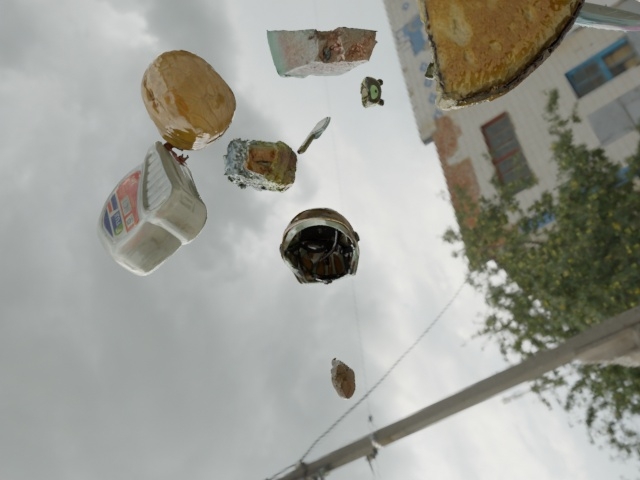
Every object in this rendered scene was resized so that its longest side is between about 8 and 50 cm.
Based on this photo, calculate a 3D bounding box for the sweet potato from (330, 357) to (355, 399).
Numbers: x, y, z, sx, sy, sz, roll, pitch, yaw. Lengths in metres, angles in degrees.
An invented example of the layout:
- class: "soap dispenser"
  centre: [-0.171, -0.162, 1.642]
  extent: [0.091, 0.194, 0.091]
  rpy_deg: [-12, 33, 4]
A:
- class: "sweet potato"
  centre: [0.051, 0.323, 1.615]
  extent: [0.068, 0.060, 0.206]
  rpy_deg: [62, 179, -12]

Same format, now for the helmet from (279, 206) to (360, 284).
- class: "helmet"
  centre: [0.000, 0.000, 1.675]
  extent: [0.130, 0.198, 0.224]
  rpy_deg: [-92, -13, -55]

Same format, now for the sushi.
- class: "sushi"
  centre: [-0.164, -0.213, 1.935]
  extent: [0.274, 0.184, 0.139]
  rpy_deg: [31, -112, -75]

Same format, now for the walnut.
- class: "walnut"
  centre: [-0.290, -0.308, 1.473]
  extent: [0.221, 0.195, 0.195]
  rpy_deg: [56, -154, 10]

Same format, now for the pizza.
- class: "pizza"
  centre: [0.346, -0.451, 1.434]
  extent: [0.435, 0.080, 0.392]
  rpy_deg: [16, -94, -13]

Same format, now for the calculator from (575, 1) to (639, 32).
- class: "calculator"
  centre: [0.727, -0.602, 1.805]
  extent: [0.299, 0.041, 0.185]
  rpy_deg: [27, -144, 35]

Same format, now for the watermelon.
- class: "watermelon"
  centre: [-0.005, -0.583, 2.115]
  extent: [0.264, 0.302, 0.151]
  rpy_deg: [-9, -74, -40]

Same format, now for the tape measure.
- class: "tape measure"
  centre: [-0.368, -0.066, 1.493]
  extent: [0.130, 0.265, 0.258]
  rpy_deg: [40, -168, -42]

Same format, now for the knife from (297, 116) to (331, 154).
- class: "knife"
  centre: [-0.010, -0.324, 2.059]
  extent: [0.027, 0.061, 0.343]
  rpy_deg: [60, -158, -17]

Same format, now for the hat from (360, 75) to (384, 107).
- class: "hat"
  centre: [0.140, -0.396, 1.803]
  extent: [0.059, 0.076, 0.077]
  rpy_deg: [-5, -105, -16]
